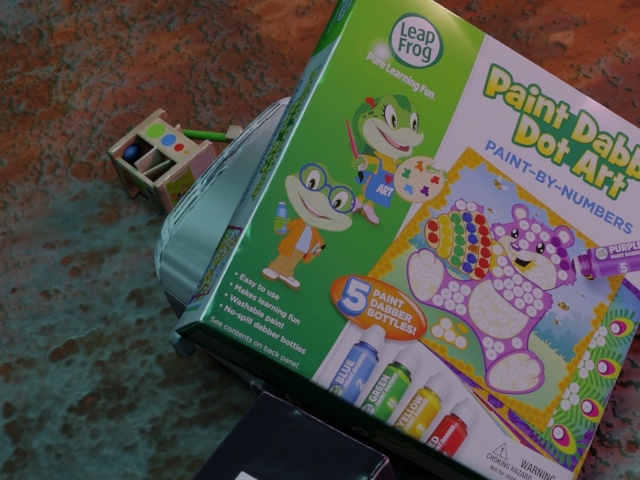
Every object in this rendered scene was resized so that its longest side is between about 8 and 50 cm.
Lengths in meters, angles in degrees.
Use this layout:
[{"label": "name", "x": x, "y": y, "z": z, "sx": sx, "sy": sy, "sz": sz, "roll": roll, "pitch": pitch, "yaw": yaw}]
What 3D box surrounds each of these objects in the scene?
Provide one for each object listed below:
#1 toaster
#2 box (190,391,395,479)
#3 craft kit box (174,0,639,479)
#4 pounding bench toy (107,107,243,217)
[{"label": "toaster", "x": 0.000, "y": 0.000, "z": 1.168, "sx": 0.146, "sy": 0.129, "sz": 0.227, "roll": 26, "pitch": 66, "yaw": 33}, {"label": "box", "x": -0.028, "y": 0.198, "z": 0.999, "sx": 0.093, "sy": 0.158, "sz": 0.156, "roll": 26, "pitch": 63, "yaw": 30}, {"label": "craft kit box", "x": 0.077, "y": 0.004, "z": 1.073, "sx": 0.250, "sy": 0.061, "sz": 0.246, "roll": 29, "pitch": 69, "yaw": -14}, {"label": "pounding bench toy", "x": -0.100, "y": -0.062, "z": 1.292, "sx": 0.083, "sy": 0.052, "sz": 0.065, "roll": -41, "pitch": 53, "yaw": -18}]
